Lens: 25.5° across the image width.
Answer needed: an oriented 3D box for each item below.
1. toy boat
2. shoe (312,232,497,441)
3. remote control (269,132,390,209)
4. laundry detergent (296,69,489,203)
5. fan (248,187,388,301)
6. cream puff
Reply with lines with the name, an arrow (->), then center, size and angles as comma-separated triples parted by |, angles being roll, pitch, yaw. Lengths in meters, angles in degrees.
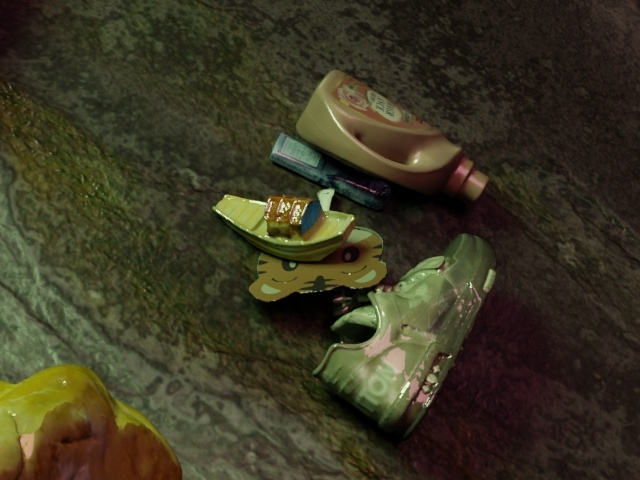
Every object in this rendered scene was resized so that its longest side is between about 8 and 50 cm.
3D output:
toy boat -> -0.040, -0.021, 1.561 | 0.172, 0.066, 0.065 | 10, 41, 32
shoe -> 0.087, 0.071, 1.533 | 0.149, 0.109, 0.293 | 31, 47, -4
remote control -> 0.014, -0.082, 1.694 | 0.152, 0.027, 0.043 | 24, 50, -4
laundry detergent -> 0.087, -0.106, 1.693 | 0.237, 0.076, 0.171 | 32, 23, 0
fan -> 0.000, 0.000, 1.585 | 0.152, 0.008, 0.227 | -8, 30, 7
cream puff -> -0.265, 0.252, 1.088 | 0.291, 0.257, 0.324 | 55, 43, -37
